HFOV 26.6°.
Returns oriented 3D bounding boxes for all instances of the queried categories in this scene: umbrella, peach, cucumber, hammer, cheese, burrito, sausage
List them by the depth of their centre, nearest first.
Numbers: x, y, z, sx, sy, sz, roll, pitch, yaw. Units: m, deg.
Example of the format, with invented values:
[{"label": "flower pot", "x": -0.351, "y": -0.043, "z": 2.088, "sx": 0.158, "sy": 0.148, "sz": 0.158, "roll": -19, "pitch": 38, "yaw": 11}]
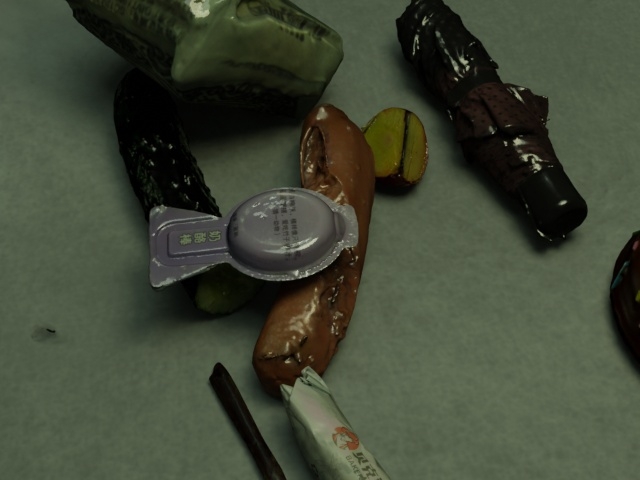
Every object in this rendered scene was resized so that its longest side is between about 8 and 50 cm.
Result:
[{"label": "burrito", "x": 0.028, "y": 0.200, "z": 1.150, "sx": 0.064, "sy": 0.064, "sz": 0.203, "roll": -25, "pitch": 59, "yaw": -20}, {"label": "hammer", "x": -0.063, "y": 0.175, "z": 1.191, "sx": 0.065, "sy": 0.021, "sz": 0.178, "roll": -21, "pitch": 55, "yaw": -16}, {"label": "cheese", "x": -0.061, "y": -0.004, "z": 1.224, "sx": 0.190, "sy": 0.042, "sz": 0.105, "roll": -4, "pitch": 53, "yaw": 0}, {"label": "sausage", "x": 0.002, "y": 0.001, "z": 1.292, "sx": 0.087, "sy": 0.079, "sz": 0.327, "roll": 16, "pitch": 54, "yaw": -6}, {"label": "cucumber", "x": -0.147, "y": -0.058, "z": 1.336, "sx": 0.081, "sy": 0.072, "sz": 0.303, "roll": -27, "pitch": 56, "yaw": -6}, {"label": "peach", "x": 0.080, "y": -0.090, "z": 1.379, "sx": 0.077, "sy": 0.050, "sz": 0.083, "roll": -44, "pitch": 43, "yaw": 4}, {"label": "umbrella", "x": 0.170, "y": -0.130, "z": 1.392, "sx": 0.094, "sy": 0.090, "sz": 0.326, "roll": -3, "pitch": 49, "yaw": -32}]

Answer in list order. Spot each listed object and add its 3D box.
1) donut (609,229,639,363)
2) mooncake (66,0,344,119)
[{"label": "donut", "x": 0.389, "y": 0.040, "z": 1.262, "sx": 0.230, "sy": 0.096, "sz": 0.216, "roll": -1, "pitch": 52, "yaw": -2}, {"label": "mooncake", "x": -0.128, "y": -0.222, "z": 1.370, "sx": 0.254, "sy": 0.136, "sz": 0.250, "roll": 36, "pitch": 16, "yaw": 29}]
